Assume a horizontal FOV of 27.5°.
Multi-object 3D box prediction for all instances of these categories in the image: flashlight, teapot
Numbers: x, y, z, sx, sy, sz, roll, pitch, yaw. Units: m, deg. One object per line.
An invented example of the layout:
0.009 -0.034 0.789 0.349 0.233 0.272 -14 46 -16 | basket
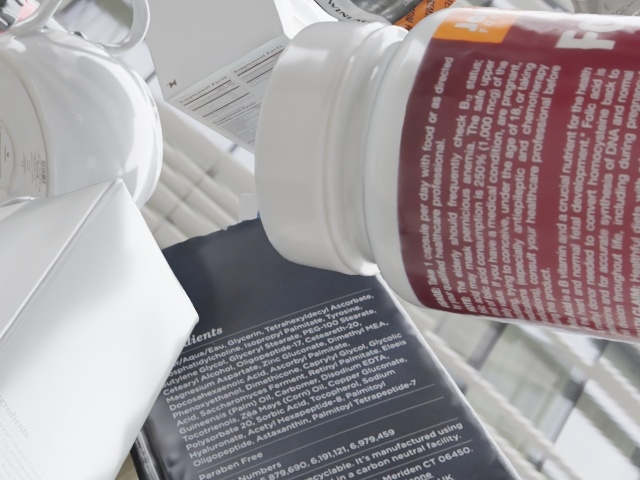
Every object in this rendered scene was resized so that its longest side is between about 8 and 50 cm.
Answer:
-0.463 -0.327 2.080 0.103 0.103 0.304 13 -12 19 | flashlight
-0.246 -0.106 1.333 0.256 0.187 0.252 -45 -114 47 | teapot

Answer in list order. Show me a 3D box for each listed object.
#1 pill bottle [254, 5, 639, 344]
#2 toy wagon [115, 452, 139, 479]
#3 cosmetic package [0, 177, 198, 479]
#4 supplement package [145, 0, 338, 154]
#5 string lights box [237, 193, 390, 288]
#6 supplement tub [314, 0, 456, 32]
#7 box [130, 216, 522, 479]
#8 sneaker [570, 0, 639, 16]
0.168 -0.049 0.918 0.392 0.224 0.224 9 -45 25 | pill bottle
-0.307 0.173 1.567 0.344 0.267 0.068 57 -12 -31 | toy wagon
-0.263 0.134 0.920 0.217 0.385 0.156 -10 -59 28 | cosmetic package
-0.099 -0.281 1.862 0.198 0.199 0.262 -26 -23 19 | supplement package
0.000 0.000 1.919 0.259 0.133 0.077 1 -8 31 | string lights box
0.015 -0.363 1.351 0.316 0.193 0.193 44 -37 -19 | supplement tub
-0.009 0.302 1.317 0.472 0.297 0.480 -125 -160 -48 | box
0.376 -0.304 1.374 0.105 0.281 0.115 54 -10 54 | sneaker
